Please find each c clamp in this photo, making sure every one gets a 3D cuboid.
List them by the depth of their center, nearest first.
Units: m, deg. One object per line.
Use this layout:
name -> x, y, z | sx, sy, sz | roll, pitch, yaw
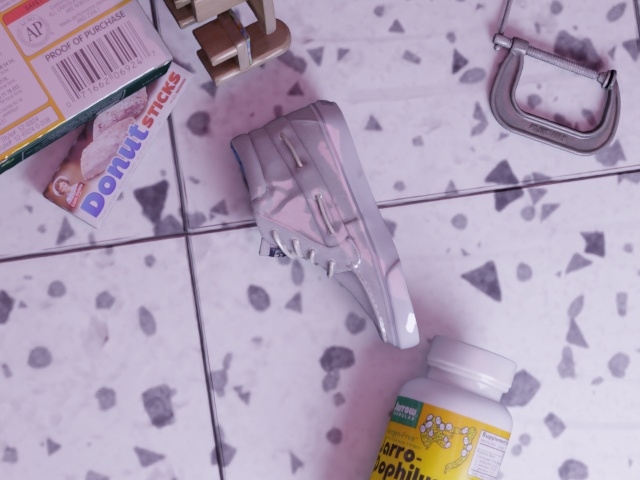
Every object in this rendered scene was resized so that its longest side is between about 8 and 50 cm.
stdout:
c clamp -> 0.241, -0.164, 1.889 | 0.161, 0.022, 0.137 | 24, 83, -10

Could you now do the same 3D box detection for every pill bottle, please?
pill bottle -> 0.119, 0.204, 1.800 | 0.117, 0.117, 0.208 | 21, 84, -11

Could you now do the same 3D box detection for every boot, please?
boot -> 0.000, 0.000, 1.805 | 0.123, 0.095, 0.258 | -21, 84, -6

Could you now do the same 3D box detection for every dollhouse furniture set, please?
dollhouse furniture set -> -0.086, -0.312, 1.734 | 0.161, 0.212, 0.242 | -27, 67, -10

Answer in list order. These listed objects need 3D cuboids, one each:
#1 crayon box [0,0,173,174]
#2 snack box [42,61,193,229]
crayon box -> -0.309, -0.248, 1.735 | 0.203, 0.083, 0.323 | -32, 91, -10
snack box -> -0.196, -0.102, 1.793 | 0.064, 0.022, 0.178 | 32, 82, -8
